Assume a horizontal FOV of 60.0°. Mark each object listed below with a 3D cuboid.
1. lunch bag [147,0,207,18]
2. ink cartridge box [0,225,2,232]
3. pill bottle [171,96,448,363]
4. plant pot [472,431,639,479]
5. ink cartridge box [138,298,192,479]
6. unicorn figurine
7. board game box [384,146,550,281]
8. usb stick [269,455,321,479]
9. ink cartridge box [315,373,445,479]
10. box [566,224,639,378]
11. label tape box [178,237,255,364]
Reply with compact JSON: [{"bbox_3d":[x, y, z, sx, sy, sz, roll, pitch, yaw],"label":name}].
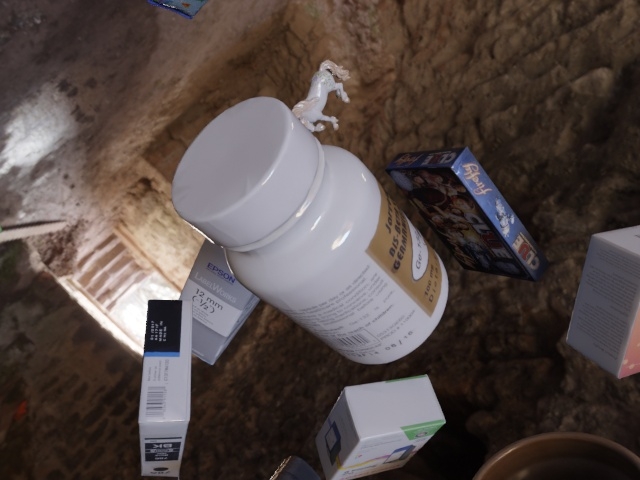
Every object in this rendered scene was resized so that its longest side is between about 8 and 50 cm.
[{"bbox_3d":[-0.198,-0.435,0.819,0.129,0.096,0.151,-16,-108,46],"label":"lunch bag"},{"bbox_3d":[-0.545,-0.146,0.645,0.119,0.353,0.207,0,-163,24],"label":"ink cartridge box"},{"bbox_3d":[0.000,0.000,0.441,0.131,0.229,0.131,-20,-131,26],"label":"pill bottle"},{"bbox_3d":[0.368,0.447,0.790,0.263,0.229,0.263,-25,-162,9],"label":"plant pot"},{"bbox_3d":[-0.225,0.233,0.801,0.332,0.065,0.165,111,-24,-52],"label":"ink cartridge box"},{"bbox_3d":[-0.003,-0.225,0.925,0.060,0.111,0.161,0,-104,34],"label":"unicorn figurine"},{"bbox_3d":[0.227,-0.039,0.867,0.042,0.243,0.165,-49,-157,-15],"label":"board game box"},{"bbox_3d":[-0.050,0.346,0.700,0.045,0.077,0.278,-40,170,7],"label":"usb stick"},{"bbox_3d":[0.094,0.326,0.949,0.212,0.155,0.093,112,-32,-48],"label":"ink cartridge box"},{"bbox_3d":[0.421,0.075,0.732,0.130,0.170,0.091,-10,-154,-22],"label":"box"},{"bbox_3d":[-0.119,0.018,0.963,0.347,0.115,0.249,-55,180,38],"label":"label tape box"}]
